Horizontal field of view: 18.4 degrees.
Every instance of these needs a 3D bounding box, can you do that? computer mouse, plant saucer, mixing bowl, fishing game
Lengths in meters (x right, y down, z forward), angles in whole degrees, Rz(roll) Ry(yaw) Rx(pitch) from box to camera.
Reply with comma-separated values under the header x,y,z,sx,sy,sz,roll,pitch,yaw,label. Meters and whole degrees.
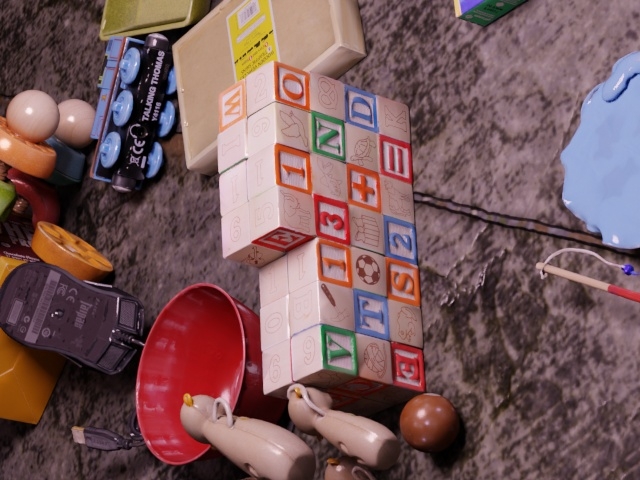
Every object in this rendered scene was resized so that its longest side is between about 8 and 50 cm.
x,y,z,sx,sy,sz,roll,pitch,yaw,label
-0.250,0.132,2.172,0.262,0.060,0.184,12,84,27,computer mouse
-0.173,-0.322,2.285,0.188,0.045,0.188,-1,76,52,plant saucer
-0.093,0.141,1.974,0.181,0.098,0.181,-23,59,47,mixing bowl
0.275,-0.076,1.634,0.189,0.041,0.264,18,83,53,fishing game

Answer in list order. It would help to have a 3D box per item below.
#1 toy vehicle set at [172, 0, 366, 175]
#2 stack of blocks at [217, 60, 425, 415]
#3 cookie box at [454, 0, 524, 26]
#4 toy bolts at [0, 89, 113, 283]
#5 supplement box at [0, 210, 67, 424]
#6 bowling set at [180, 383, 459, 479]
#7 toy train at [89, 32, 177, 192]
x,y,z,sx,sy,sz,roll,pitch,yaw,label
-0.060,-0.203,2.107,0.267,0.035,0.166,-35,52,40,toy vehicle set
0.000,0.000,1.847,0.087,0.171,0.297,-27,58,44,stack of blocks
0.170,-0.262,1.832,0.107,0.040,0.091,-31,56,43,cookie box
-0.300,-0.076,2.291,0.158,0.218,0.228,-56,6,8,toy bolts
-0.388,0.080,2.345,0.194,0.129,0.191,41,110,50,supplement box
0.020,0.210,1.777,0.200,0.287,0.154,-39,38,-26,bowling set
-0.214,-0.146,2.253,0.105,0.080,0.184,13,90,62,toy train
